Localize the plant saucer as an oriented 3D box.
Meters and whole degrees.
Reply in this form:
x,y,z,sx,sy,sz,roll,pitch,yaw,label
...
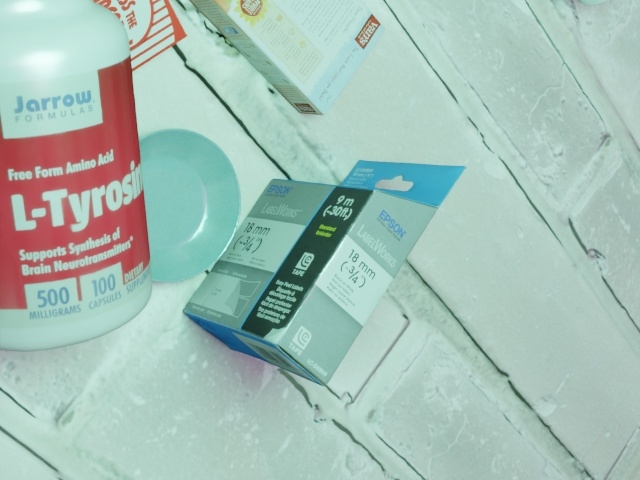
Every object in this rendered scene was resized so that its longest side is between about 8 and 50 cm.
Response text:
x,y,z,sx,sy,sz,roll,pitch,yaw,label
-0.193,-0.045,1.296,0.195,0.037,0.195,-7,101,-35,plant saucer

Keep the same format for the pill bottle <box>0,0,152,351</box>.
x,y,z,sx,sy,sz,roll,pitch,yaw,label
-0.303,-0.112,1.057,0.229,0.229,0.408,-17,116,-32,pill bottle

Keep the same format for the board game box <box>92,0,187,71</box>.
x,y,z,sx,sy,sz,roll,pitch,yaw,label
-0.271,-0.257,1.201,0.193,0.045,0.147,-40,118,-24,board game box

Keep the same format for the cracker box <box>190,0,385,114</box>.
x,y,z,sx,sy,sz,roll,pitch,yaw,label
-0.040,-0.297,1.346,0.232,0.067,0.156,43,73,-31,cracker box

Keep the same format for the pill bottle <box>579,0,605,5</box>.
x,y,z,sx,sy,sz,roll,pitch,yaw,label
0.375,-0.486,1.560,0.264,0.146,0.146,45,72,-31,pill bottle

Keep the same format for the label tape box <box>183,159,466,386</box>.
x,y,z,sx,sy,sz,roll,pitch,yaw,label
0.000,0.000,1.317,0.106,0.240,0.334,42,72,-30,label tape box
